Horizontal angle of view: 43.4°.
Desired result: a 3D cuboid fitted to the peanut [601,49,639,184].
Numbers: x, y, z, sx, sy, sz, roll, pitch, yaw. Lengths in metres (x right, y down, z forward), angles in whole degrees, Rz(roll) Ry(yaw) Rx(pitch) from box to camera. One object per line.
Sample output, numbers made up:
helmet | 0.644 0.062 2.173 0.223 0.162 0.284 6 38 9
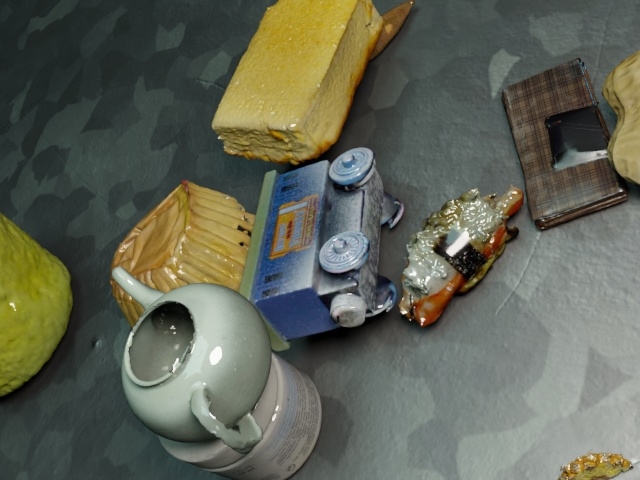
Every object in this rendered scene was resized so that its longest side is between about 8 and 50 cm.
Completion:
peanut | 0.438 -0.162 0.957 0.196 0.110 0.233 -14 59 27

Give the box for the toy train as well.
toy train | 0.000 0.000 1.110 0.202 0.131 0.300 -16 40 23

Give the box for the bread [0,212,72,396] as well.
bread | -0.624 0.092 1.390 0.348 0.308 0.348 -22 51 30

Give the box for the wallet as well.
wallet | 0.318 -0.132 1.065 0.124 0.042 0.230 -22 52 25

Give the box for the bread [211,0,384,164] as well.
bread | -0.032 -0.253 1.238 0.184 0.114 0.275 8 63 34

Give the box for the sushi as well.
sushi | 0.173 0.005 1.044 0.226 0.103 0.097 -45 47 -6

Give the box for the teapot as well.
teapot | -0.155 0.141 0.961 0.193 0.129 0.294 -47 46 4

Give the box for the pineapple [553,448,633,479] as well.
pineapple | 0.288 0.247 0.862 0.083 0.045 0.019 -31 38 20

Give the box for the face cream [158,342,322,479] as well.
face cream | -0.106 0.226 1.068 0.177 0.153 0.177 -18 53 26

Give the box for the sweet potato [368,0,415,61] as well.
sweet potato | 0.041 -0.312 1.345 0.281 0.059 0.067 -26 12 14

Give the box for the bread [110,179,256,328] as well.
bread | -0.214 0.039 1.221 0.274 0.149 0.274 -35 39 35
